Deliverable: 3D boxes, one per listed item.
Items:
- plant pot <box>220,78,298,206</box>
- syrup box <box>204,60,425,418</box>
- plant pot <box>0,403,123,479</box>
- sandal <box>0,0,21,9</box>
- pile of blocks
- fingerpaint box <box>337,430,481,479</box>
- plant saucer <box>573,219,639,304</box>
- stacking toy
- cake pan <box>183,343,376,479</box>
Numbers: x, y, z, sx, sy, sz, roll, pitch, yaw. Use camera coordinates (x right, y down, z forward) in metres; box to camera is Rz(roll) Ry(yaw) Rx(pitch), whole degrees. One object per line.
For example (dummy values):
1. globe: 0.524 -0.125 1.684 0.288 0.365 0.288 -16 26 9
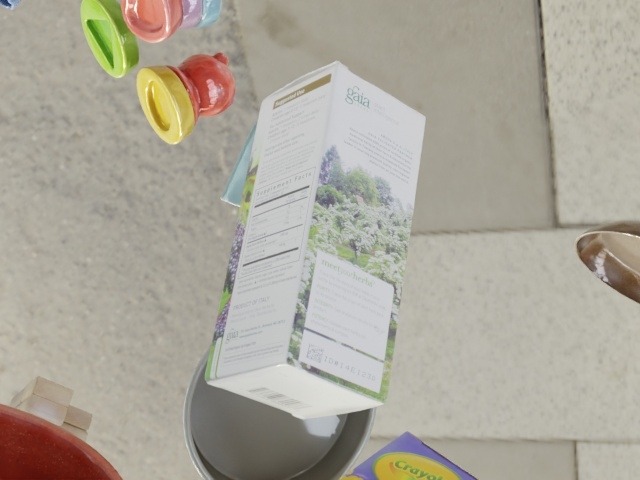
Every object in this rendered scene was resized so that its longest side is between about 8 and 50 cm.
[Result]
1. plant pot: 0.011 -0.149 1.952 0.248 0.247 0.252 20 98 27
2. syrup box: 0.000 0.000 0.787 0.093 0.236 0.096 26 150 -34
3. plant pot: -0.316 0.305 0.857 0.273 0.272 0.265 21 106 1
4. sandal: -0.460 -0.436 1.452 0.138 0.126 0.317 -1 111 -36
5. pile of blocks: -0.340 0.319 1.168 0.113 0.149 0.362 27 106 -23
6. fingerpaint box: 0.215 0.502 1.297 0.445 0.163 0.371 29 137 41
7. plant saucer: 0.541 0.049 1.647 0.311 0.050 0.310 27 166 7
8. stacking toy: -0.234 -0.334 1.588 0.279 0.130 0.308 43 147 32
9. cake pan: -0.060 0.234 1.535 0.293 0.054 0.293 -3 98 -23
